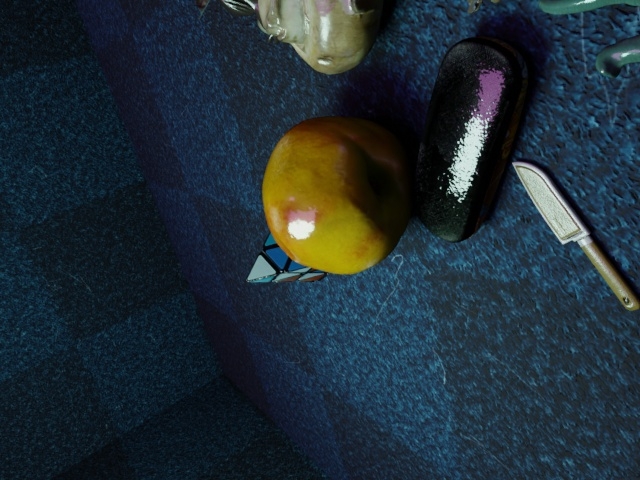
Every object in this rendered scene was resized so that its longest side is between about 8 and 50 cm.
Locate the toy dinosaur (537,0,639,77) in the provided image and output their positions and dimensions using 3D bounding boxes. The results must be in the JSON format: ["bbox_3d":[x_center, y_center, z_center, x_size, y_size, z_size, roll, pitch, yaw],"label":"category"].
[{"bbox_3d":[0.402,-0.212,0.338,0.384,0.129,0.331,54,140,19],"label":"toy dinosaur"}]

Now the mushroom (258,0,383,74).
[{"bbox_3d":[0.001,-0.388,0.741,0.255,0.184,0.255,173,90,-72],"label":"mushroom"}]

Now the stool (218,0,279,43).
[{"bbox_3d":[-0.136,-0.497,0.954,0.217,0.125,0.121,46,-176,-18],"label":"stool"}]

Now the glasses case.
[{"bbox_3d":[0.213,-0.135,0.708,0.122,0.082,0.321,40,143,34],"label":"glasses case"}]

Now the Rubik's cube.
[{"bbox_3d":[0.000,0.000,1.212,0.234,0.284,0.250,0,82,38],"label":"Rubik's cube"}]

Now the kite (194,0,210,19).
[{"bbox_3d":[-0.203,-0.599,0.891,0.368,0.014,0.406,-15,68,33],"label":"kite"}]

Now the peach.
[{"bbox_3d":[0.021,-0.077,0.882,0.307,0.289,0.289,-7,108,53],"label":"peach"}]

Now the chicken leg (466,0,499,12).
[{"bbox_3d":[0.179,-0.371,0.572,0.196,0.080,0.125,56,156,19],"label":"chicken leg"}]

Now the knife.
[{"bbox_3d":[0.348,-0.010,0.656,0.256,0.022,0.046,57,156,10],"label":"knife"}]
